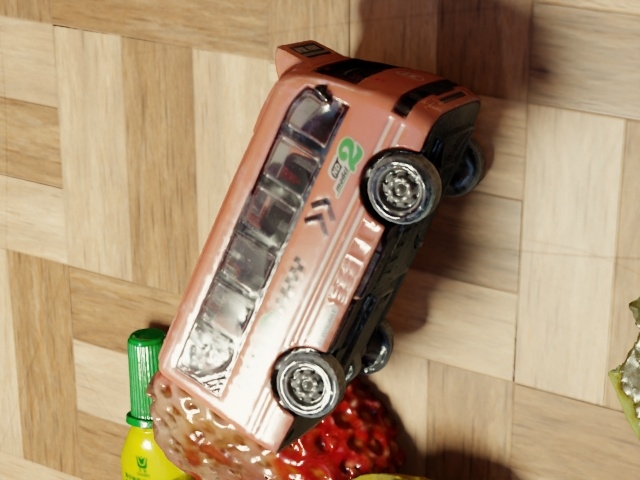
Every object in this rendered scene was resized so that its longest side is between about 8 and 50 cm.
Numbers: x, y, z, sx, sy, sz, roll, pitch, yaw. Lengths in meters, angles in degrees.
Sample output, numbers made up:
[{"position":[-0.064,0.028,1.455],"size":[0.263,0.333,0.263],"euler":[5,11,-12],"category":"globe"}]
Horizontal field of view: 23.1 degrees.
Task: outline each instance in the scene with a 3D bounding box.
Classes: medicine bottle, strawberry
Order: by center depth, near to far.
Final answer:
[{"position":[-0.066,0.234,1.925],"size":[0.336,0.149,0.265],"euler":[27,120,22],"category":"strawberry"},{"position":[-0.219,0.266,2.085],"size":[0.111,0.076,0.309],"euler":[6,112,22],"category":"medicine bottle"}]

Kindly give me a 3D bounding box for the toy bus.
[{"position":[0.000,0.000,1.712],"size":[0.233,0.203,0.427],"euler":[29,110,14],"category":"toy bus"}]

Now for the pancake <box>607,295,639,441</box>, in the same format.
[{"position":[0.490,0.167,1.556],"size":[0.426,0.067,0.305],"euler":[-2,86,35],"category":"pancake"}]

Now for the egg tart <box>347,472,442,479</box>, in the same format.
[{"position":[0.104,0.400,1.843],"size":[0.294,0.123,0.294],"euler":[6,127,8],"category":"egg tart"}]
